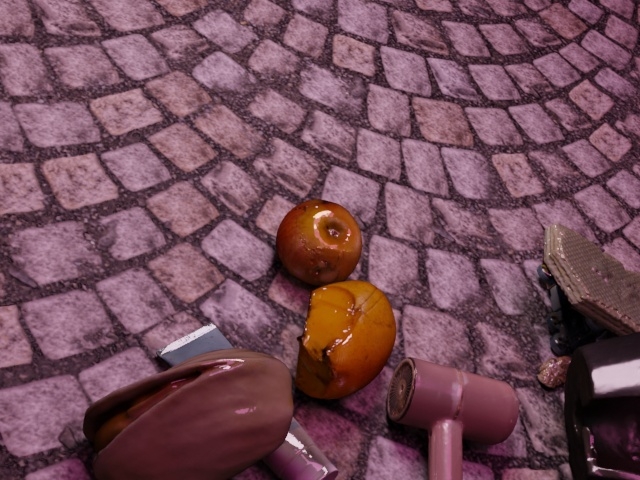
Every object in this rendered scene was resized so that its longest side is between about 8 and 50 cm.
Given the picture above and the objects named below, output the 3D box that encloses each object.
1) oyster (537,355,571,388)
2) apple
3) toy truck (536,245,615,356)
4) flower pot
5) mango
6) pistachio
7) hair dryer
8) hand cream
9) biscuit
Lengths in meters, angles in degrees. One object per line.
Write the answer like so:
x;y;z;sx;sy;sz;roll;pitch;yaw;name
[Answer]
0.420;0.230;1.916;0.080;0.038;0.083;38;43;6;oyster
0.000;0.000;1.837;0.146;0.146;0.146;15;45;-16;apple
0.488;0.124;2.008;0.140;0.108;0.257;22;44;-27;toy truck
0.526;0.279;1.761;0.251;0.379;0.379;0;47;1;flower pot
0.038;0.146;1.728;0.153;0.126;0.252;24;35;10;mango
-0.168;0.237;1.477;0.288;0.197;0.166;-19;54;-15;pistachio
0.198;0.350;1.664;0.189;0.107;0.344;17;54;-16;hair dryer
-0.099;0.240;1.611;0.111;0.070;0.312;-29;64;-38;hand cream
0.489;0.080;1.918;0.252;0.052;0.150;32;41;-16;biscuit
